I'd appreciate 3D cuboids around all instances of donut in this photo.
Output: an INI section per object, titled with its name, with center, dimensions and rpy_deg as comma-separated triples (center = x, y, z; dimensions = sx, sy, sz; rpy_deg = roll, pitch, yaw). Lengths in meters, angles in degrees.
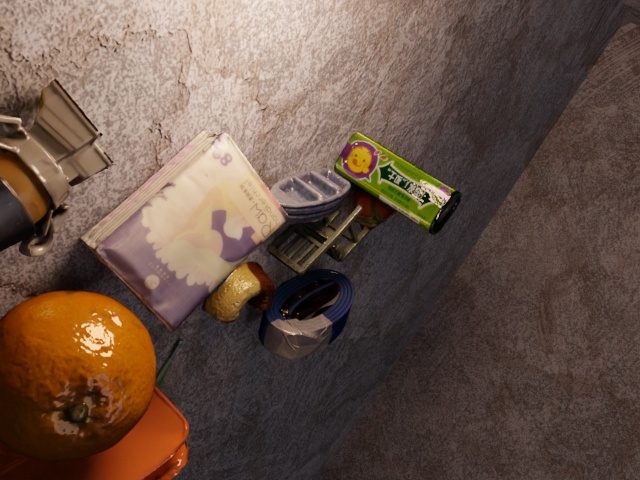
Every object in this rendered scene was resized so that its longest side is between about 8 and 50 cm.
[donut]
center = -0.200, 0.139, 1.637
dimensions = 0.217, 0.085, 0.141
rpy_deg = -19, 137, -47

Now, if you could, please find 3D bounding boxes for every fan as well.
[fan]
center = -0.407, 0.337, 1.607
dimensions = 0.038, 0.016, 0.193
rpy_deg = 6, 116, -58

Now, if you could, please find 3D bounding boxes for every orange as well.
[orange]
center = -0.451, 0.242, 1.108
dimensions = 0.312, 0.312, 0.312
rpy_deg = -39, 150, -28

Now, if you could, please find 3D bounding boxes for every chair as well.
[chair]
center = 0.000, 0.000, 1.743
dimensions = 0.270, 0.136, 0.147
rpy_deg = -48, 152, -17

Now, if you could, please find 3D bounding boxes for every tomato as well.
[tomato]
center = 0.214, -0.162, 1.877
dimensions = 0.309, 0.170, 0.309
rpy_deg = -30, -179, 1

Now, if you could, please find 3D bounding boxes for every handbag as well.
[handbag]
center = -0.502, 0.448, 1.263
dimensions = 0.410, 0.303, 0.116
rpy_deg = -31, 147, -35

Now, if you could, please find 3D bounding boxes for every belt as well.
[belt]
center = -0.034, 0.217, 1.862
dimensions = 0.347, 0.212, 0.117
rpy_deg = -31, 148, -46

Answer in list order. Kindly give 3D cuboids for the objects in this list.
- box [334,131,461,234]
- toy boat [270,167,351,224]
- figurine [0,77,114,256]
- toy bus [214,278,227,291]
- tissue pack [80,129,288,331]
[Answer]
[box]
center = 0.205, -0.157, 1.660
dimensions = 0.134, 0.345, 0.097
rpy_deg = -59, 152, 9
[toy boat]
center = -0.037, -0.112, 1.562
dimensions = 0.283, 0.127, 0.078
rpy_deg = -25, 148, -48
[figurine]
center = -0.451, -0.085, 0.897
dimensions = 0.308, 0.143, 0.308
rpy_deg = -23, 121, -46
[toy bus]
center = -0.252, 0.084, 1.529
dimensions = 0.083, 0.046, 0.038
rpy_deg = -51, 154, -4
[tissue pack]
center = -0.255, -0.027, 1.221
dimensions = 0.343, 0.125, 0.242
rpy_deg = -45, 122, -17
